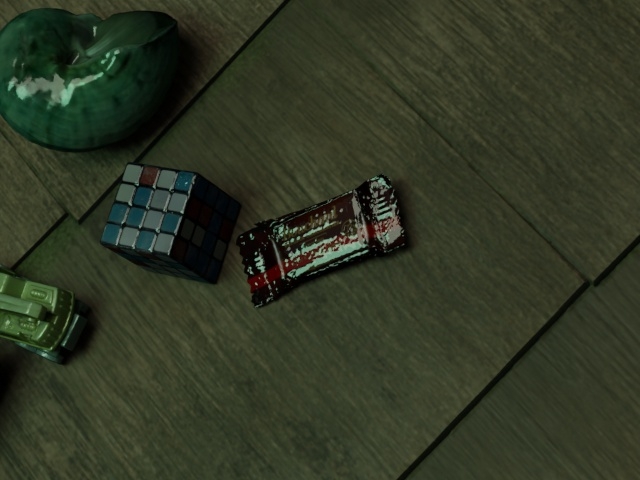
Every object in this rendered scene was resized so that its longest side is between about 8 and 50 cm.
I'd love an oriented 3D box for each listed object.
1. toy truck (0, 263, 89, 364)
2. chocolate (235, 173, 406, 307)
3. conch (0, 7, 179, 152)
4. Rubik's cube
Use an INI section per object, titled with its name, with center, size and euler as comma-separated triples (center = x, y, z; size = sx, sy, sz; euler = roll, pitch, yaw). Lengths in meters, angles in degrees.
[toy truck]
center = -0.328, 0.064, 1.761
size = 0.169, 0.100, 0.077
euler = 22, 81, 32
[chocolate]
center = 0.000, 0.000, 1.657
size = 0.182, 0.028, 0.086
euler = -24, 69, 19
[conch]
center = -0.261, -0.178, 1.806
size = 0.196, 0.134, 0.202
euler = -29, 42, -33
[Rubik's cube]
center = -0.152, -0.018, 1.704
size = 0.092, 0.092, 0.092
euler = 10, 76, 30
